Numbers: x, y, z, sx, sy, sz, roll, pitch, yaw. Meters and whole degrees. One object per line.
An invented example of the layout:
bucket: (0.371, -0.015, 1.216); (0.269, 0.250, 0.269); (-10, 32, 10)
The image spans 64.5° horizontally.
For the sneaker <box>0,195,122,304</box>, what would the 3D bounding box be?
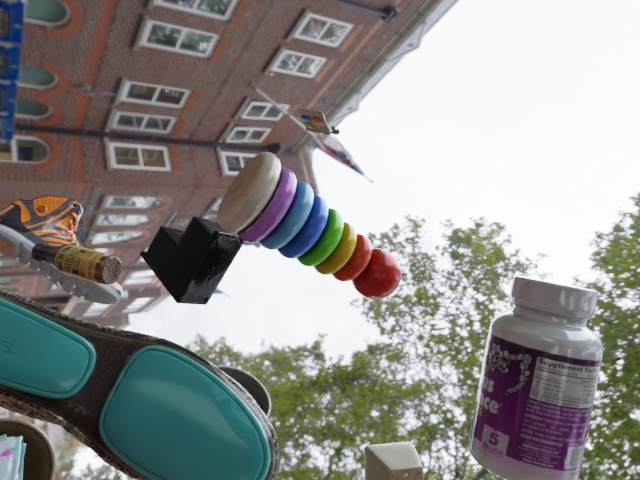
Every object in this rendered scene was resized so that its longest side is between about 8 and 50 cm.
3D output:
sneaker: (-0.577, 0.005, 1.181); (0.125, 0.321, 0.180); (-35, -156, 45)

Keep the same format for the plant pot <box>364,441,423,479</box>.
plant pot: (0.158, 0.489, 1.046); (0.096, 0.109, 0.108); (164, -74, -75)

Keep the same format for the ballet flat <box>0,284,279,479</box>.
ballet flat: (-0.281, 0.194, 0.675); (0.182, 0.484, 0.163); (117, -3, -68)

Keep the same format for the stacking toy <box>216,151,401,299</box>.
stacking toy: (0.000, 0.000, 0.841); (0.141, 0.330, 0.141); (-41, -151, 29)

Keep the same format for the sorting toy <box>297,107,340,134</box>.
sorting toy: (-0.002, -0.227, 0.985); (0.084, 0.062, 0.012); (17, -112, 24)

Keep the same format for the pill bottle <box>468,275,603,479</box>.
pill bottle: (0.343, 0.213, 0.804); (0.169, 0.170, 0.301); (11, -90, 55)

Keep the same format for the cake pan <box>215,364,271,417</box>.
cake pan: (-0.316, 0.554, 1.751); (0.293, 0.294, 0.054); (50, -57, 42)

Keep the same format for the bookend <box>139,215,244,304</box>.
bookend: (-0.245, 0.013, 0.958); (0.157, 0.072, 0.156); (41, -75, 33)

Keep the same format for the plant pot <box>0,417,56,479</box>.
plant pot: (-0.732, 0.524, 1.139); (0.110, 0.238, 0.237); (-33, -116, 54)

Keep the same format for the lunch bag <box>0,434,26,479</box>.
lunch bag: (-0.688, 0.508, 0.949); (0.160, 0.224, 0.262); (121, -37, -47)

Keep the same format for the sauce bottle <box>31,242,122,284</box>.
sauce bottle: (-0.326, 0.028, 0.671); (0.128, 0.042, 0.042); (9, -79, 19)
